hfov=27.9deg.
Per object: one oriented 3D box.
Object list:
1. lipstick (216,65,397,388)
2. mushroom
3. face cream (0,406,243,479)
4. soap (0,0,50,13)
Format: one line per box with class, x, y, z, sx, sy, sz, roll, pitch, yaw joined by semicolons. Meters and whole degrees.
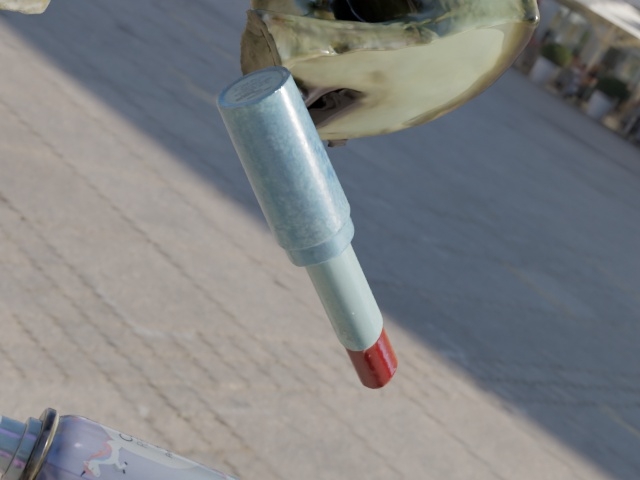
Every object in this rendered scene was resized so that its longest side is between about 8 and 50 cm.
lipstick;0.000;0.000;0.982;0.068;0.061;0.274;-84;154;-57
mushroom;0.031;-0.211;1.293;0.212;0.292;0.217;63;-23;10
face cream;-0.120;0.176;0.876;0.229;0.075;0.075;24;13;-14
soap;-0.181;-0.268;0.574;0.259;0.281;0.143;11;38;-36
